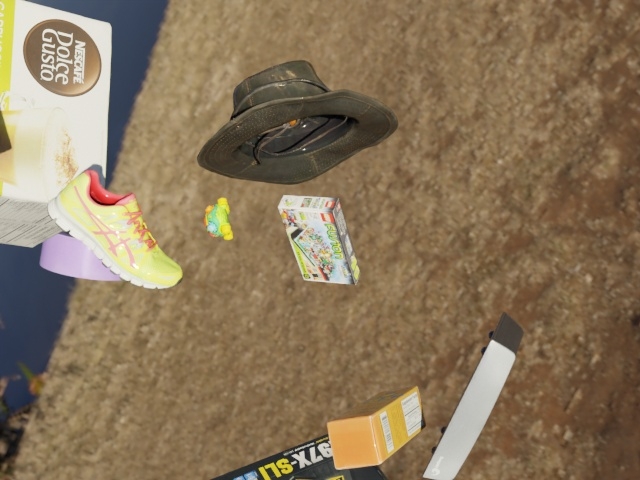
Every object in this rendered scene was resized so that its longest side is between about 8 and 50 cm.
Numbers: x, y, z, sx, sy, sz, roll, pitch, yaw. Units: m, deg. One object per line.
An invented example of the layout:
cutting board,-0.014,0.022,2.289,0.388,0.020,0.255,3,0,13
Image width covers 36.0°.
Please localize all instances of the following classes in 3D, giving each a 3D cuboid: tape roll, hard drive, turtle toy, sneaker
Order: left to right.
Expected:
tape roll,-0.481,0.023,2.046,0.189,0.189,0.080,23,104,59
sneaker,-0.266,-0.015,1.340,0.094,0.208,0.081,-51,7,17
turtle toy,-0.257,-0.046,2.469,0.130,0.066,0.095,89,172,-72
hard drive,0.246,0.250,1.561,0.254,0.054,0.172,-67,-11,18

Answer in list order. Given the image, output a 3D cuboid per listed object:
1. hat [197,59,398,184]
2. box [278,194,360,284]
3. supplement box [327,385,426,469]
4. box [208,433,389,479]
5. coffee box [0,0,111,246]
hat,-0.049,-0.205,1.571,0.331,0.331,0.133,-31,68,39
box,0.000,0.000,1.885,0.114,0.207,0.036,4,48,22
supplement box,0.092,0.289,1.539,0.078,0.233,0.080,-13,86,23
box,-0.029,0.516,1.924,0.257,0.322,0.079,-135,32,-54
coffee box,-0.575,-0.198,1.678,0.338,0.335,0.337,-19,67,53
